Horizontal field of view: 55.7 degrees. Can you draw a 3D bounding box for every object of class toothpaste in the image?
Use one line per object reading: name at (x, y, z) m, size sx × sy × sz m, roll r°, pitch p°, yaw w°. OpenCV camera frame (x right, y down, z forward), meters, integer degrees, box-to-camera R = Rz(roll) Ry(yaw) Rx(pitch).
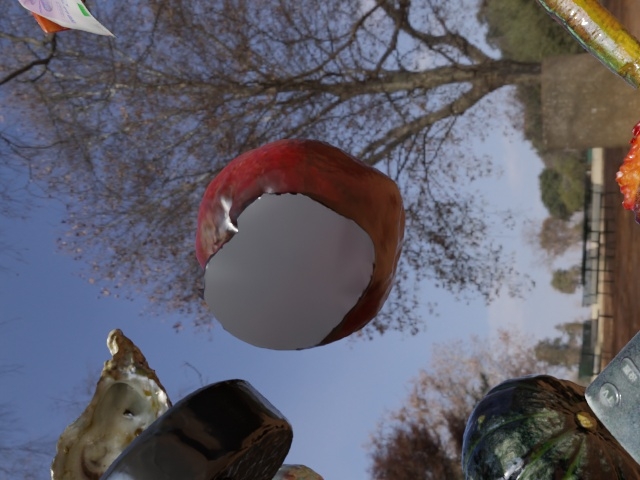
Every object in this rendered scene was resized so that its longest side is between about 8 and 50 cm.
toothpaste at (-0.314, -0.293, 0.698) m, size 0.048 × 0.301 × 0.075 m, roll -25°, pitch -49°, yaw -27°

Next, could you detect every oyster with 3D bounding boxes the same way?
oyster at (-0.309, 0.344, 0.981) m, size 0.111 × 0.204 × 0.396 m, roll 67°, pitch -149°, yaw -65°

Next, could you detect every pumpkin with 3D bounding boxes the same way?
pumpkin at (0.268, 0.252, 0.679) m, size 0.220 × 0.220 × 0.162 m, roll -44°, pitch -28°, yaw -53°

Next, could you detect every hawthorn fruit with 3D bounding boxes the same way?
hawthorn fruit at (0.000, 0.000, 0.559) m, size 0.251 × 0.189 × 0.189 m, roll -7°, pitch -82°, yaw -57°

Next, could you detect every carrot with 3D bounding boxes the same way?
carrot at (0.415, -0.341, 0.935) m, size 0.260 × 0.070 × 0.070 m, roll 51°, pitch -155°, yaw 13°

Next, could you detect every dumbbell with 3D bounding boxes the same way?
dumbbell at (-0.025, 0.289, 0.495) m, size 0.204 × 0.322 × 0.204 m, roll -43°, pitch -24°, yaw -24°

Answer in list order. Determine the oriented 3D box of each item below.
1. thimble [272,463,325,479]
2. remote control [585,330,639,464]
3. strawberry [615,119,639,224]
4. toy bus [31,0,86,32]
thimble at (-0.076, 0.537, 1.177) m, size 0.211 × 0.149 × 0.185 m, roll 36°, pitch -131°, yaw -40°
remote control at (0.324, 0.030, 0.412) m, size 0.044 × 0.107 × 0.377 m, roll -3°, pitch -47°, yaw -30°
strawberry at (0.583, -0.109, 0.908) m, size 0.234 × 0.178 × 0.234 m, roll -167°, pitch 90°, yaw -74°
toy bus at (-0.415, -0.388, 0.898) m, size 0.174 × 0.079 × 0.077 m, roll 86°, pitch 173°, yaw -69°
